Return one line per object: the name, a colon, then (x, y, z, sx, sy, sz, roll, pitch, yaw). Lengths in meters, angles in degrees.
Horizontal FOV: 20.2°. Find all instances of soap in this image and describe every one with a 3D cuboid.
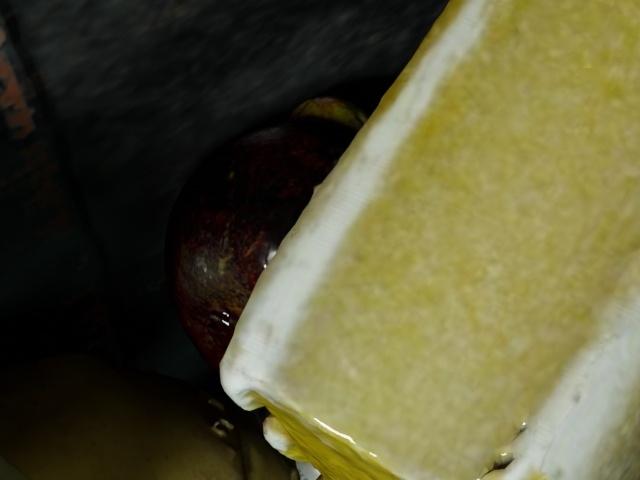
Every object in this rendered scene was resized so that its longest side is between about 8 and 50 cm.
soap: (0.132, -0.010, 0.697, 0.335, 0.156, 0.293, -55, 155, -14)

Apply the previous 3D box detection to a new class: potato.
potato: (-0.136, 0.130, 0.819, 0.300, 0.140, 0.173, -11, 159, -39)

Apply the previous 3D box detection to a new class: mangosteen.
mangosteen: (0.000, 0.000, 0.772, 0.140, 0.140, 0.140, -31, 162, -11)

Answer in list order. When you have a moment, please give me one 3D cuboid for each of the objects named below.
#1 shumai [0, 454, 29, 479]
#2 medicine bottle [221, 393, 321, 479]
shumai: (-0.191, 0.117, 0.575, 0.256, 0.218, 0.189, -45, 168, 33)
medicine bottle: (-0.038, 0.163, 1.092, 0.250, 0.133, 0.133, -43, 161, 23)
